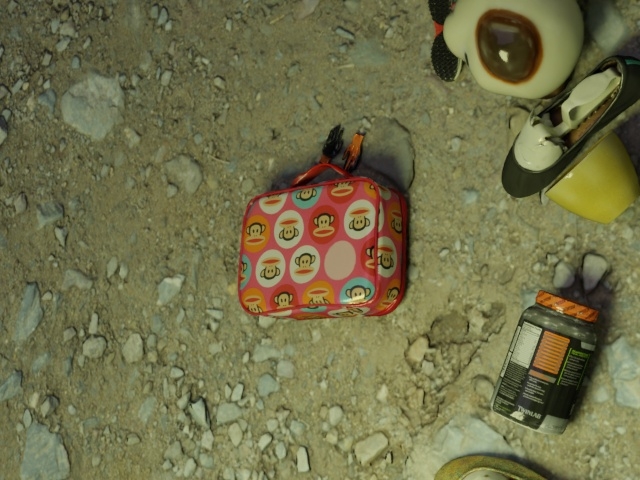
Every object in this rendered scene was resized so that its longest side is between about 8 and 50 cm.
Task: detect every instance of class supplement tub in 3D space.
[{"bbox_3d":[0.328,0.175,1.660,0.117,0.117,0.190,22,93,35],"label":"supplement tub"}]

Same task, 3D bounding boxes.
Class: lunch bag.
[{"bbox_3d":[0.000,0.000,1.917,0.293,0.120,0.258,-5,78,34],"label":"lunch bag"}]

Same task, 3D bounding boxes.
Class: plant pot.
[{"bbox_3d":[0.406,-0.081,1.660,0.095,0.134,0.134,46,109,4],"label":"plant pot"}]

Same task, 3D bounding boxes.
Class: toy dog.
[{"bbox_3d":[0.336,-0.409,1.704,0.395,0.284,0.408,24,97,17],"label":"toy dog"}]

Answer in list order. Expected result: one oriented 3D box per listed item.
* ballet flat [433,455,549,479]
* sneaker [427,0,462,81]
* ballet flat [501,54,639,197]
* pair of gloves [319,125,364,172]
[{"bbox_3d":[0.294,0.391,1.644,0.348,0.123,0.123,15,90,36],"label":"ballet flat"},{"bbox_3d":[0.219,-0.343,1.872,0.057,0.075,0.161,8,113,42],"label":"sneaker"},{"bbox_3d":[0.362,-0.178,1.716,0.280,0.096,0.095,-46,60,19],"label":"ballet flat"},{"bbox_3d":[0.038,-0.157,1.988,0.083,0.010,0.074,25,97,38],"label":"pair of gloves"}]
